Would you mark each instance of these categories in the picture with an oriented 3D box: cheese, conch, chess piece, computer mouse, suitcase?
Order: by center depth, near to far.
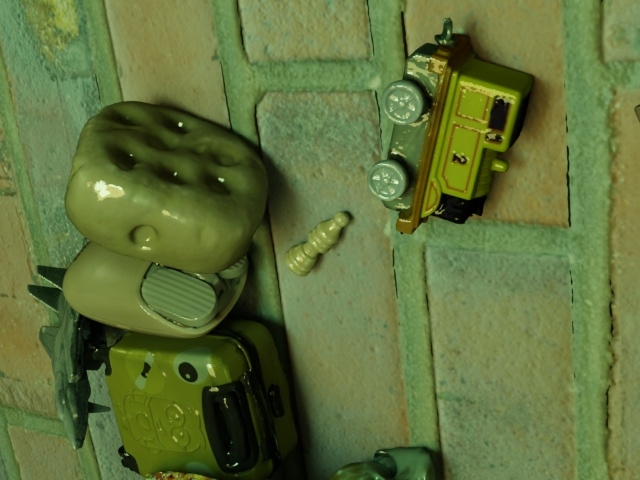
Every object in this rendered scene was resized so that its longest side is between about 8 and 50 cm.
[{"bbox_3d":[-0.172,-0.056,1.040,0.235,0.218,0.117,45,128,36],"label":"cheese"},{"bbox_3d":[0.000,0.000,1.061,0.035,0.035,0.092,49,125,5],"label":"chess piece"},{"bbox_3d":[0.066,0.300,1.105,0.173,0.116,0.106,-29,114,25],"label":"conch"},{"bbox_3d":[-0.199,0.039,1.138,0.236,0.145,0.082,10,139,32],"label":"computer mouse"},{"bbox_3d":[-0.144,0.187,1.170,0.234,0.143,0.194,1,111,34],"label":"suitcase"}]

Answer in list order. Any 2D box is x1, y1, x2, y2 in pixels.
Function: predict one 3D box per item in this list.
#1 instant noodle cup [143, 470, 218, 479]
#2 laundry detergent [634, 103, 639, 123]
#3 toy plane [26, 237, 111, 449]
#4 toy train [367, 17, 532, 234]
[{"bbox_3d":[-0.104,0.448,1.095,0.339,0.266,0.340,20,153,10],"label":"instant noodle cup"},{"bbox_3d":[0.360,-0.025,0.786,0.171,0.076,0.237,-22,96,37],"label":"laundry detergent"},{"bbox_3d":[-0.308,0.147,1.243,0.212,0.088,0.267,-54,45,38],"label":"toy plane"},{"bbox_3d":[0.120,-0.094,0.904,0.127,0.089,0.219,18,119,14],"label":"toy train"}]
